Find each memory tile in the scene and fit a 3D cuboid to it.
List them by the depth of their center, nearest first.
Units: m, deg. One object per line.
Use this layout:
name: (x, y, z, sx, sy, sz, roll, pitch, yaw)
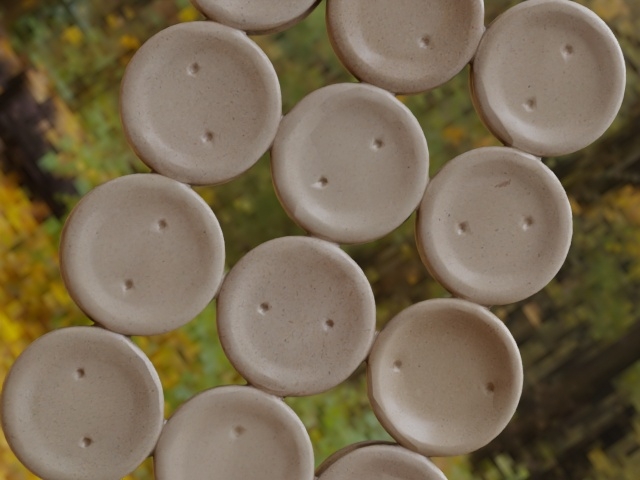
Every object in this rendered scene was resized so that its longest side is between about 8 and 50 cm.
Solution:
memory tile: (0.000, 0.000, 0.444, 0.113, 0.148, 0.012, 21, -2, -8)
